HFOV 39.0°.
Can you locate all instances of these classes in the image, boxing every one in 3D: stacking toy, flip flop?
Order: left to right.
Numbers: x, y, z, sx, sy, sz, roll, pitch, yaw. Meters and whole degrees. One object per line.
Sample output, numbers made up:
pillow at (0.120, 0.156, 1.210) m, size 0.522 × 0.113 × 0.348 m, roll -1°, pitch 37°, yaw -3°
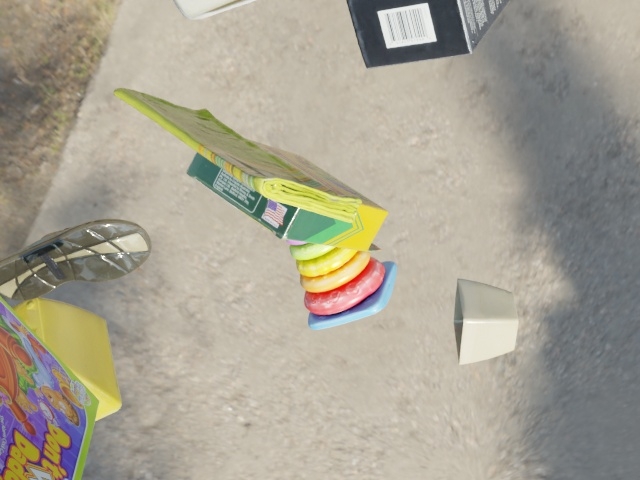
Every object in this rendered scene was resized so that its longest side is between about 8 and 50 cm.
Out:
flip flop at (-0.412, 0.023, 1.486) m, size 0.277 × 0.112 × 0.080 m, roll -19°, pitch 32°, yaw 12°
stacking toy at (0.000, 0.000, 1.642) m, size 0.166 × 0.175 × 0.302 m, roll -17°, pitch 115°, yaw 26°

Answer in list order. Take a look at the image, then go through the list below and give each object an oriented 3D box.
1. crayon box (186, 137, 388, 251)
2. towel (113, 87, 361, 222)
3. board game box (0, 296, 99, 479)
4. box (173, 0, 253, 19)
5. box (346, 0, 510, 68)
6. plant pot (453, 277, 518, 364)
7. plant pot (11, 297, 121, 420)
crayon box at (-0.031, -0.071, 1.400) m, size 0.202 × 0.318 × 0.081 m, roll 34°, pitch 101°, yaw 26°
towel at (-0.074, -0.077, 0.736) m, size 0.237 × 0.102 × 0.021 m, roll 34°, pitch 103°, yaw 44°
board game box at (-0.353, 0.184, 0.939) m, size 0.078 × 0.347 × 0.233 m, roll -37°, pitch 107°, yaw 4°
box at (0.034, -0.202, 0.321) m, size 0.094 × 0.113 × 0.275 m, roll 0°, pitch 42°, yaw 49°
box at (0.149, -0.324, 1.205) m, size 0.153 × 0.108 × 0.207 m, roll -3°, pitch 31°, yaw 28°
plant pot at (0.283, 0.138, 1.545) m, size 0.096 × 0.109 × 0.109 m, roll -1°, pitch 39°, yaw 2°
plant pot at (-0.515, 0.225, 1.640) m, size 0.212 × 0.187 × 0.212 m, roll -26°, pitch 52°, yaw 5°
